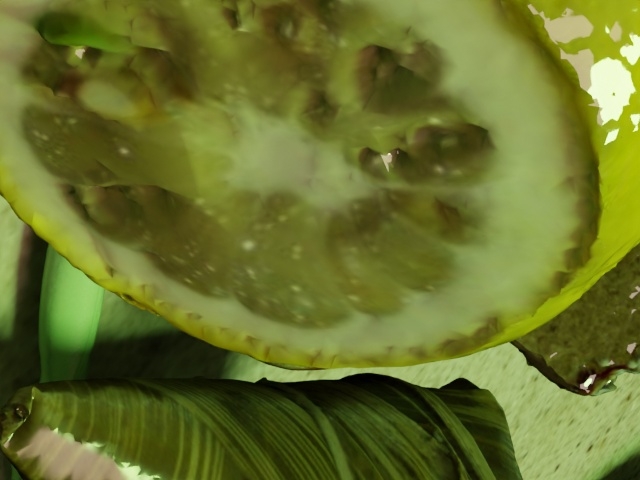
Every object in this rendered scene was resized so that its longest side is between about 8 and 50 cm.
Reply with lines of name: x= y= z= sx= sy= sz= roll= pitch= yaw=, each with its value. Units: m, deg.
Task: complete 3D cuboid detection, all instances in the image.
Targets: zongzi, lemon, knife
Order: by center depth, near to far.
lemon: x=0.014 y=-0.098 z=0.562 sx=0.240 sy=0.240 sz=0.219 roll=93 pitch=15 yaw=-49
knife: x=-0.115 y=0.074 z=0.799 sx=0.043 sy=0.020 sz=0.293 roll=-37 pitch=153 yaw=-37
zongzi: x=-0.085 y=0.153 z=0.814 sx=0.288 sy=0.134 sz=0.286 roll=13 pitch=133 yaw=-45

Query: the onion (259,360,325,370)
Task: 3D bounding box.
onion: x=0.000 y=0.000 z=0.790 sx=0.119 sy=0.118 sz=0.117 roll=-8 pitch=134 yaw=-53

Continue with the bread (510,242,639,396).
bread: x=0.248 y=-0.087 z=0.852 sx=0.417 sy=0.113 sz=0.165 roll=-32 pitch=-160 yaw=10
